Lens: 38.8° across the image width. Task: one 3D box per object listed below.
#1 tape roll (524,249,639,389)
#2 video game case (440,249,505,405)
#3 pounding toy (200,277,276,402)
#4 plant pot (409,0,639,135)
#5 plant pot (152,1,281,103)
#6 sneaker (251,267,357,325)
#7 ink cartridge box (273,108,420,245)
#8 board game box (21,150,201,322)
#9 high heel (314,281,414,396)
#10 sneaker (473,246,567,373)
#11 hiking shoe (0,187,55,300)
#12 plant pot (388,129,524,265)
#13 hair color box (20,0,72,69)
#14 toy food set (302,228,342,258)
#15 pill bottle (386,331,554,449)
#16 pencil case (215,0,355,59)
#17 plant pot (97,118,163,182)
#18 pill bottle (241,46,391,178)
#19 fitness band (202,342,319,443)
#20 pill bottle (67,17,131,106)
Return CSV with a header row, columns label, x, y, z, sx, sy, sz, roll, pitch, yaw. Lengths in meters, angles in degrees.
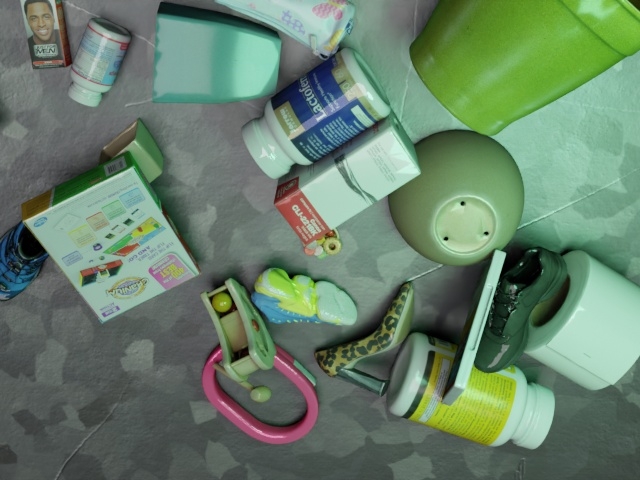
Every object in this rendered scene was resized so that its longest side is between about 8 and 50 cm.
label,x,y,z,sx,sy,sz,roll,pitch,yaw
tape roll,0.542,0.163,1.877,0.169,0.246,0.246,31,109,-9
video game case,0.304,0.178,1.815,0.025,0.204,0.285,19,72,6
pounding toy,-0.194,0.232,1.943,0.155,0.154,0.269,-27,83,11
plant pot,0.362,-0.385,1.637,0.366,0.366,0.353,39,120,-12
plant pot,-0.199,-0.354,1.751,0.234,0.165,0.165,4,112,-10
sneaker,-0.043,0.139,1.987,0.240,0.091,0.126,26,139,-17
ink cartridge box,0.053,-0.136,1.801,0.273,0.197,0.114,-33,108,14
board game box,-0.421,0.001,1.860,0.242,0.064,0.316,-26,131,-2
high heel,0.095,0.193,2.003,0.186,0.093,0.261,20,92,25
sneaker,0.380,0.132,1.824,0.109,0.130,0.286,28,89,36
hiking shoe,-0.631,0.018,1.922,0.113,0.132,0.304,35,108,-10
plant pot,0.281,-0.063,1.826,0.284,0.191,0.284,1,111,1
hair color box,-0.542,-0.414,1.797,0.072,0.043,0.141,-3,111,4
toy food set,0.000,0.000,1.951,0.083,0.020,0.083,-18,110,9
pill bottle,0.327,0.338,1.982,0.334,0.188,0.187,20,111,-5
pencil case,-0.070,-0.451,1.726,0.273,0.113,0.124,27,89,-7
plant pot,-0.381,-0.165,1.861,0.109,0.109,0.096,-37,118,15
pill bottle,-0.011,-0.238,1.740,0.265,0.153,0.153,-32,107,15
fitness band,-0.134,0.344,2.075,0.291,0.054,0.209,43,107,-12
pill bottle,-0.442,-0.350,1.795,0.087,0.087,0.160,25,111,-8
